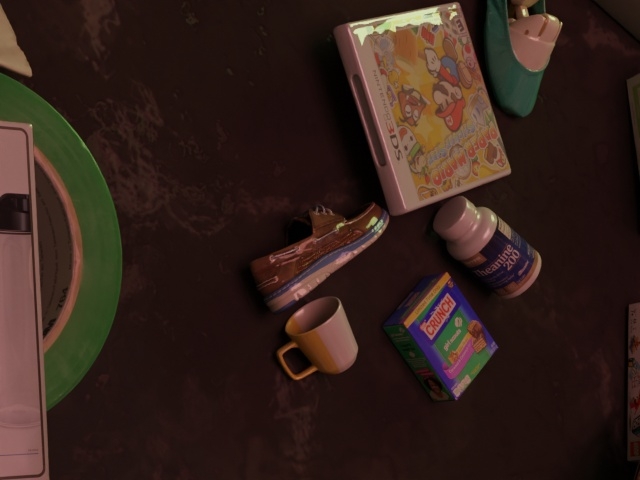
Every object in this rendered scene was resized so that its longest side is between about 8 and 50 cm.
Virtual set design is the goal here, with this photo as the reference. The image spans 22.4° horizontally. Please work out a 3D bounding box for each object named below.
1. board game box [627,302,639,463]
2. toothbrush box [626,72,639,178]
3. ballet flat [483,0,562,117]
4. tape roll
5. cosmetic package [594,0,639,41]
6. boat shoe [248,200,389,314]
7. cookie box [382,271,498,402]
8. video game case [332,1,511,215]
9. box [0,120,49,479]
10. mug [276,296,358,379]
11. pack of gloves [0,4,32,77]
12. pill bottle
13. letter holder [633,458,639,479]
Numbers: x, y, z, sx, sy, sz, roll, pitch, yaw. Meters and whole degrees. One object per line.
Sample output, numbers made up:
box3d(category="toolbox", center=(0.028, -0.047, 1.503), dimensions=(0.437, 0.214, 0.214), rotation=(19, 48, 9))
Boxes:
box3d(category="board game box", center=(0.498, 0.197, 1.999), dimensions=(0.305, 0.053, 0.193), rotation=(14, 71, -36))
box3d(category="toothbrush box", center=(0.540, -0.113, 2.019), dimensions=(0.283, 0.122, 0.206), rotation=(3, 74, -30))
box3d(category="ballet flat", center=(0.234, -0.269, 1.862), dimensions=(0.083, 0.087, 0.247), rotation=(2, 79, -39))
box3d(category="tape roll", center=(-0.322, 0.009, 1.356), dimensions=(0.321, 0.077, 0.321), rotation=(9, 75, -37))
box3d(category="cosmetic package", center=(0.441, -0.317, 2.035), dimensions=(0.238, 0.107, 0.127), rotation=(35, 61, -25))
box3d(category="boat shoe", center=(0.000, 0.000, 1.628), dimensions=(0.183, 0.066, 0.066), rotation=(-39, 97, -42))
box3d(category="cookie box", center=(0.128, 0.103, 1.726), dimensions=(0.092, 0.040, 0.107), rotation=(-47, 109, -35))
box3d(category="video game case", center=(0.115, -0.148, 1.753), dimensions=(0.227, 0.026, 0.206), rotation=(-20, 94, -52))
box3d(category="box", center=(-0.309, 0.050, 1.251), dimensions=(0.169, 0.087, 0.290), rotation=(4, 78, -39))
box3d(category="mug", center=(0.000, 0.102, 1.620), dimensions=(0.064, 0.078, 0.062), rotation=(60, 18, -24))
box3d(category="pack of gloves", center=(-0.346, -0.228, 1.347), dimensions=(0.195, 0.046, 0.232), rotation=(63, 12, 9))
box3d(category="pill bottle", center=(0.181, 0.006, 1.773), dimensions=(0.120, 0.067, 0.067), rotation=(39, 58, -26))
box3d(category="letter holder", center=(0.466, 0.359, 1.809), dimensions=(0.302, 0.152, 0.214), rotation=(61, 41, -32))
